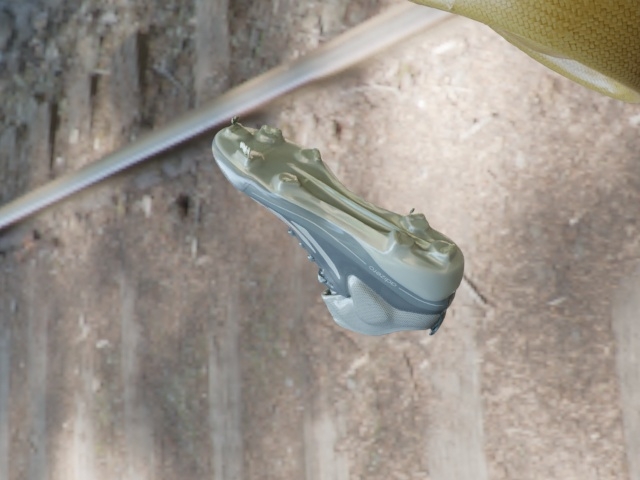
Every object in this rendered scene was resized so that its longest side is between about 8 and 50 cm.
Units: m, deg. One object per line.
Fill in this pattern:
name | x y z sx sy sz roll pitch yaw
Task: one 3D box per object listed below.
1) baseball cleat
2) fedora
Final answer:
baseball cleat | 0.000 0.000 0.786 0.206 0.072 0.109 33 130 21
fedora | 0.078 -0.097 0.359 0.194 0.194 0.079 46 114 49
